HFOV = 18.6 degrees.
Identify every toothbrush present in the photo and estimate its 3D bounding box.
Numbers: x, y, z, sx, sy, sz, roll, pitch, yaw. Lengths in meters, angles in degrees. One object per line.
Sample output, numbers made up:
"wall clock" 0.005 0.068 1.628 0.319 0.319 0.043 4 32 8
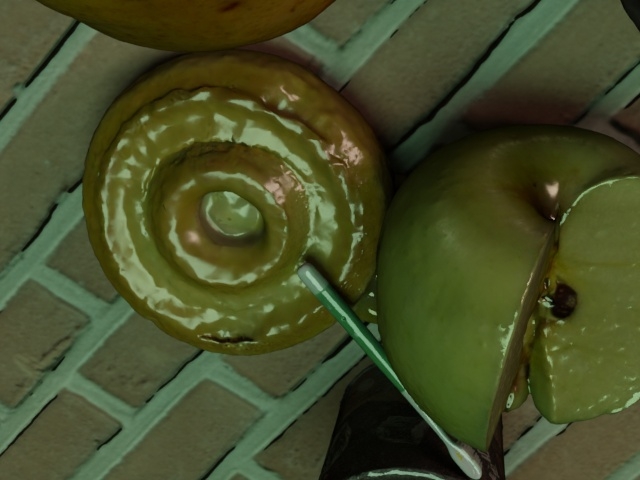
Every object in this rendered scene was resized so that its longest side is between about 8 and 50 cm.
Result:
"toothbrush" 0.065 0.118 1.768 0.018 0.024 0.257 -36 102 26

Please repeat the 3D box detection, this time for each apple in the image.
"apple" 0.174 0.032 1.726 0.295 0.233 0.258 -23 141 -27

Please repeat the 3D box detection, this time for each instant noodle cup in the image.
"instant noodle cup" 0.092 0.241 1.917 0.217 0.207 0.217 3 124 5

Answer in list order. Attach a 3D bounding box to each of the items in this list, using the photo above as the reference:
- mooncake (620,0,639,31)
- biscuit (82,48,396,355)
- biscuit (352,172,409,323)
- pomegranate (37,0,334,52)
"mooncake" 0.377 -0.277 1.458 0.350 0.212 0.381 34 103 5
"biscuit" -0.080 -0.030 1.787 0.296 0.102 0.296 5 113 11
"biscuit" 0.000 0.000 1.861 0.183 0.039 0.174 8 127 2
"pomegranate" -0.111 -0.346 1.426 0.416 0.417 0.417 4 126 5
